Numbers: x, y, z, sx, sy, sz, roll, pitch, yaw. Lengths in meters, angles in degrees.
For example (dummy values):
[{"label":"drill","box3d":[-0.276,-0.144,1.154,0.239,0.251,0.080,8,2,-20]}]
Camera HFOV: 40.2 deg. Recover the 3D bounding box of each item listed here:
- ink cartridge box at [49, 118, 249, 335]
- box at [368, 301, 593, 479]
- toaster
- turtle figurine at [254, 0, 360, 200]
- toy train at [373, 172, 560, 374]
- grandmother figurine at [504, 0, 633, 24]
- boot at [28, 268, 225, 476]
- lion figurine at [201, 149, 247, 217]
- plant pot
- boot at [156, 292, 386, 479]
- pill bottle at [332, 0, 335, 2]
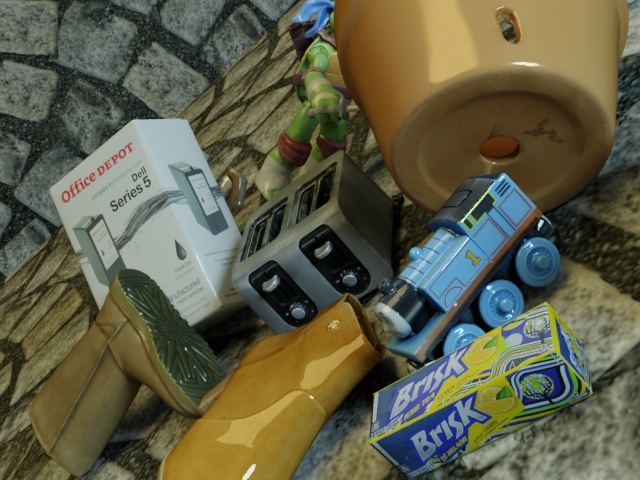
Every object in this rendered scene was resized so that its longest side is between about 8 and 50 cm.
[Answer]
[{"label":"ink cartridge box","box3d":[-0.222,0.000,1.181,0.198,0.273,0.114,-31,-10,30]},{"label":"box","box3d":[0.119,0.118,0.674,0.169,0.054,0.059,-34,24,26]},{"label":"toaster","box3d":[0.000,0.000,1.023,0.168,0.110,0.186,-33,24,25]},{"label":"turtle figurine","box3d":[0.044,-0.148,1.131,0.266,0.274,0.198,-62,1,32]},{"label":"toy train","box3d":[0.121,0.032,0.745,0.184,0.105,0.080,-48,12,-11]},{"label":"grandmother figurine","box3d":[0.325,-0.370,1.153,0.342,0.104,0.208,-114,44,-64]},{"label":"boot","box3d":[-0.249,0.204,1.107,0.269,0.089,0.236,-54,54,24]},{"label":"lion figurine","box3d":[-0.191,-0.001,1.331,0.240,0.142,0.392,-53,26,-3]},{"label":"plant pot","box3d":[0.157,-0.154,0.835,0.290,0.291,0.204,-30,42,32]},{"label":"boot","box3d":[-0.033,0.161,0.798,0.211,0.104,0.295,-38,18,15]},{"label":"pill bottle","box3d":[0.112,-0.343,1.351,0.181,0.181,0.323,-38,22,14]}]
